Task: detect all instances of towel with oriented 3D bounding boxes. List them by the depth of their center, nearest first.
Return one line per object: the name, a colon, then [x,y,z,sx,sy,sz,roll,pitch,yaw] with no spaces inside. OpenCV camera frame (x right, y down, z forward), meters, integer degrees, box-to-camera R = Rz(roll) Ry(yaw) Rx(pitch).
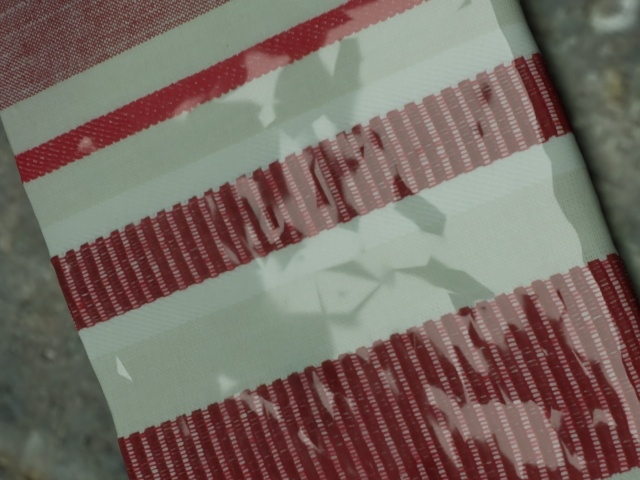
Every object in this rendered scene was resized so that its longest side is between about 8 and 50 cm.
towel: [0.000,0.000,0.810,0.237,0.037,0.329,-22,85,25]
